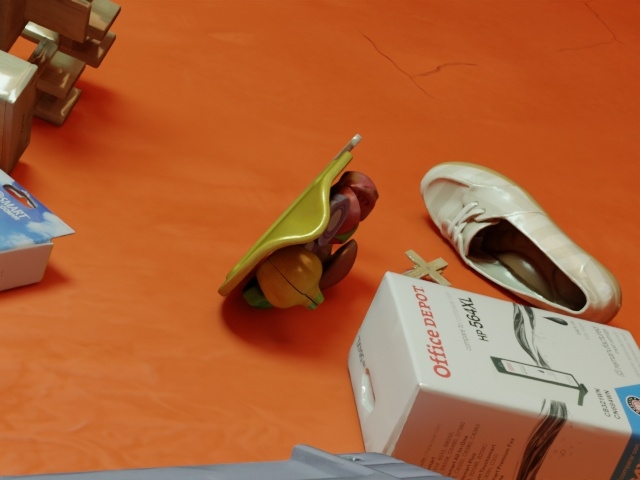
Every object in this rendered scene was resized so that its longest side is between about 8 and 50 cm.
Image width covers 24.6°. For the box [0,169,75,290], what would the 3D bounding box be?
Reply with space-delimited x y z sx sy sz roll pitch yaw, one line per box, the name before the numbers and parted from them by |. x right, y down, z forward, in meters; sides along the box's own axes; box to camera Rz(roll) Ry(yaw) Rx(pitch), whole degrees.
box | -0.272 -0.003 1.007 0.109 0.042 0.178 37 30 28

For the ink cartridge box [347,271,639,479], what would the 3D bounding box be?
ink cartridge box | 0.134 0.112 1.037 0.203 0.086 0.148 14 27 -16

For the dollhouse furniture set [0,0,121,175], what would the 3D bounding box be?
dollhouse furniture set | -0.271 -0.194 1.192 0.161 0.212 0.242 23 53 1

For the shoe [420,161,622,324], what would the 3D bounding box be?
shoe | 0.168 0.000 1.288 0.219 0.076 0.058 38 26 27

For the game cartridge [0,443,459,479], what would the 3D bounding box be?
game cartridge | -0.050 0.154 0.746 0.355 0.068 0.230 3 -1 -34

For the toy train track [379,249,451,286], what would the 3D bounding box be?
toy train track | 0.077 0.033 1.232 0.048 0.014 0.083 42 38 23

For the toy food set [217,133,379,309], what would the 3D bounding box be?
toy food set | 0.000 0.000 1.130 0.071 0.128 0.218 43 22 -2
